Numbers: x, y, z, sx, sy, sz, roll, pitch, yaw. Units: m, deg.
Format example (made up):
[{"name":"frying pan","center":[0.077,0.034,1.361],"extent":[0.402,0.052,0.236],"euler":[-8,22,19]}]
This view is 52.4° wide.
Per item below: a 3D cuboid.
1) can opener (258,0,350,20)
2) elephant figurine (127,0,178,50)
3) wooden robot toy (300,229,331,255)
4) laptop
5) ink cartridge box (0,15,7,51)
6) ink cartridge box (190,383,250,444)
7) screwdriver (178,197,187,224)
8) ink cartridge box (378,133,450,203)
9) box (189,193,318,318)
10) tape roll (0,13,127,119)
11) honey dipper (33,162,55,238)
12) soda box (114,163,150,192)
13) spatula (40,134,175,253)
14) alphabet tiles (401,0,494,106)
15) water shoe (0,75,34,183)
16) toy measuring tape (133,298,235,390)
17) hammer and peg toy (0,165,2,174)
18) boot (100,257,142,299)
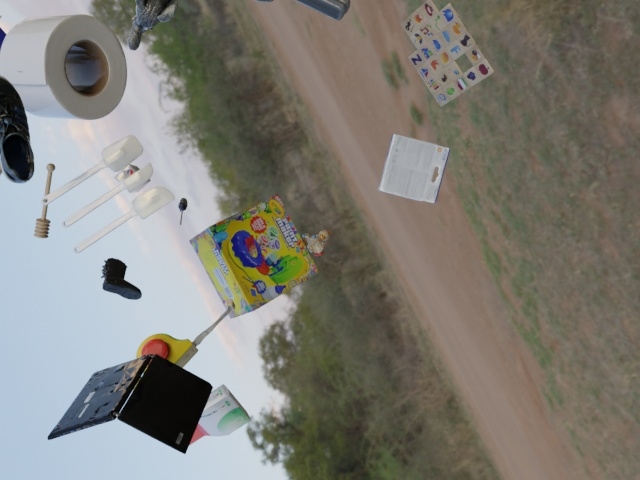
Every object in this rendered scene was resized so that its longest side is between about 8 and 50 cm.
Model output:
[{"name":"can opener","center":[-0.065,-0.607,1.585],"extent":[0.093,0.280,0.074],"euler":[109,-175,-46]},{"name":"elephant figurine","center":[-0.503,-0.719,1.969],"extent":[0.186,0.169,0.240],"euler":[79,-161,-66]},{"name":"wooden robot toy","center":[0.000,0.000,2.085],"extent":[0.076,0.079,0.173],"euler":[65,162,-11]},{"name":"laptop","center":[-0.405,0.370,1.421],"extent":[0.234,0.264,0.137],"euler":[-76,-37,-67]},{"name":"ink cartridge box","center":[-0.989,-0.505,1.872],"extent":[0.069,0.176,0.371],"euler":[40,153,-24]},{"name":"ink cartridge box","center":[-0.345,0.552,1.969],"extent":[0.056,0.224,0.181],"euler":[49,169,42]},{"name":"screwdriver","center":[-0.346,-0.071,1.605],"extent":[0.025,0.024,0.170],"euler":[22,-162,-12]},{"name":"ink cartridge box","center":[0.351,-0.268,2.442],"extent":[0.045,0.223,0.223],"euler":[-100,25,-80]},{"name":"box","center":[-0.212,0.051,2.083],"extent":[0.177,0.279,0.290],"euler":[-25,94,56]},{"name":"tape roll","center":[-0.619,-0.418,1.578],"extent":[0.169,0.246,0.246],"euler":[10,143,31]},{"name":"honey dipper","center":[-0.576,-0.084,1.368],"extent":[0.030,0.030,0.161],"euler":[-117,41,-73]},{"name":"soda box","center":[-0.635,-0.209,2.206],"extent":[0.074,0.069,0.216],"euler":[46,177,-9]},{"name":"spatula","center":[-0.452,-0.094,1.368],"extent":[0.168,0.242,0.019],"euler":[58,180,-9]},{"name":"alphabet tiles","center":[0.304,-0.479,1.640],"extent":[0.237,0.009,0.198],"euler":[56,146,-5]},{"name":"water shoe","center":[-0.558,-0.205,1.177],"extent":[0.080,0.073,0.203],"euler":[4,111,54]},{"name":"toy measuring tape","center":[-0.368,0.252,1.670],"extent":[0.121,0.330,0.121],"euler":[38,161,15]},{"name":"hammer and peg toy","center":[-0.986,-0.176,1.663],"extent":[0.266,0.361,0.127],"euler":[35,175,-3]},{"name":"boot","center":[-0.550,0.105,1.802],"extent":[0.121,0.045,0.099],"euler":[23,-143,-31]}]
